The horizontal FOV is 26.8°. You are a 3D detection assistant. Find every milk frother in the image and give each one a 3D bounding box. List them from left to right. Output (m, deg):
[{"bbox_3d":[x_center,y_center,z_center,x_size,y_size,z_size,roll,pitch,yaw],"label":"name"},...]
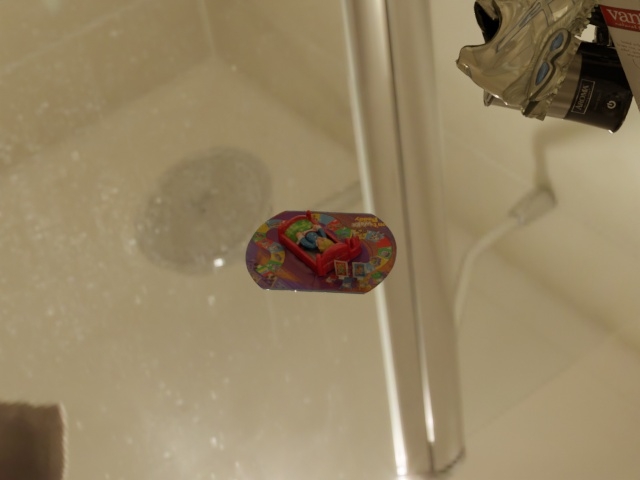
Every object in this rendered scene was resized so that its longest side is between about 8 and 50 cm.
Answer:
[{"bbox_3d":[0.240,-0.187,1.356,0.135,0.129,0.143,12,-168,-4],"label":"milk frother"}]

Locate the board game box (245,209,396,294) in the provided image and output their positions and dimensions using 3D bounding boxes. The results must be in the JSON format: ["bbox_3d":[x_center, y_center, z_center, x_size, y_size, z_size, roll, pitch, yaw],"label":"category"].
[{"bbox_3d":[0.000,0.000,1.488,0.169,0.033,0.133,3,-138,8],"label":"board game box"}]

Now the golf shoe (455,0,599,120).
[{"bbox_3d":[0.160,-0.174,0.994,0.086,0.069,0.176,25,-123,8],"label":"golf shoe"}]

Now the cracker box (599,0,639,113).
[{"bbox_3d":[0.362,-0.153,1.237,0.156,0.232,0.067,20,-118,43],"label":"cracker box"}]
